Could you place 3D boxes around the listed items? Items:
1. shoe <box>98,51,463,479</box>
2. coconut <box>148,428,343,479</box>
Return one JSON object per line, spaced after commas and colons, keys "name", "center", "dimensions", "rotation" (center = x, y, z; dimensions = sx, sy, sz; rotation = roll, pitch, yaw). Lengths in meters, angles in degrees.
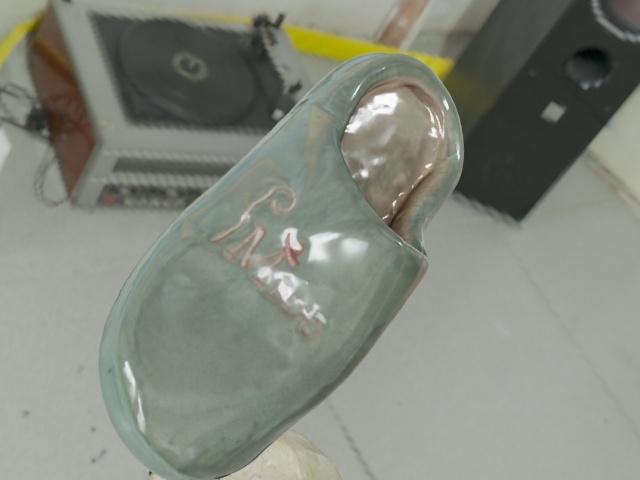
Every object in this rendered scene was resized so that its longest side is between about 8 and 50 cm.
{"name": "shoe", "center": [0.000, 0.000, 0.498], "dimensions": [0.079, 0.078, 0.195], "rotation": [47, 60, -17]}
{"name": "coconut", "center": [-0.037, 0.157, 0.663], "dimensions": [0.110, 0.110, 0.124], "rotation": [10, 58, -28]}
